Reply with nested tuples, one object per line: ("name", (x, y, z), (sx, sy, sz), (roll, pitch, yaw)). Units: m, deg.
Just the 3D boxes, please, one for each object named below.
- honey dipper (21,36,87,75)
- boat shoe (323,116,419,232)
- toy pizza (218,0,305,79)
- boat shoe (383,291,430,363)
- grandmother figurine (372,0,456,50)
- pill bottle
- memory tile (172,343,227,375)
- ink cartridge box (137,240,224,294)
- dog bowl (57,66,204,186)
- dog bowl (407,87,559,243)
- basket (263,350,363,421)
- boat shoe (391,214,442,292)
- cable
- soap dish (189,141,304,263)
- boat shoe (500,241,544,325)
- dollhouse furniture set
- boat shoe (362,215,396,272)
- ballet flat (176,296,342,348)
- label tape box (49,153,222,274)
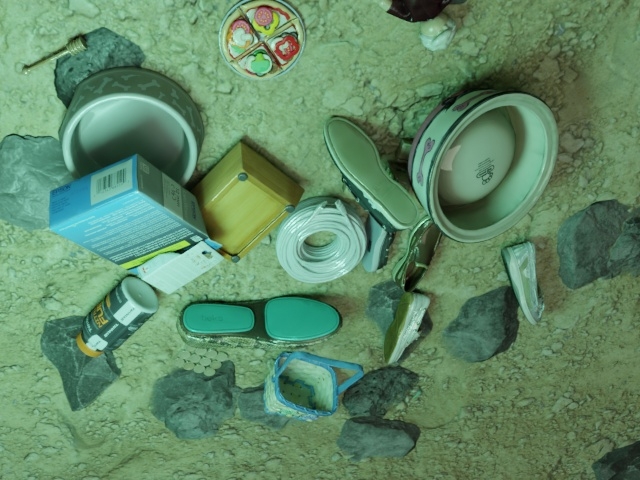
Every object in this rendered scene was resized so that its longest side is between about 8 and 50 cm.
("honey dipper", (-0.595, -0.407, 1.589), (0.161, 0.030, 0.030), (-22, 128, 10))
("boat shoe", (0.112, -0.158, 1.825), (0.340, 0.127, 0.113), (47, 153, 0))
("toy pizza", (-0.133, -0.460, 1.646), (0.201, 0.032, 0.201), (-6, 128, -8))
("boat shoe", (0.277, 0.285, 2.265), (0.096, 0.098, 0.277), (8, 123, -17))
("grandmother figurine", (0.221, -0.572, 1.605), (0.208, 0.104, 0.342), (-8, 137, 29))
("pill bottle", (-0.578, 0.224, 2.006), (0.246, 0.130, 0.130), (-42, 124, 19))
("memory tile", (-0.378, 0.372, 2.239), (0.148, 0.012, 0.113), (24, 118, -28))
("ink cartridge box", (-0.352, 0.058, 1.808), (0.179, 0.045, 0.145), (-34, 155, 3))
("dog bowl", (-0.451, -0.232, 1.706), (0.349, 0.102, 0.348), (-6, 127, -7))
("dog bowl", (0.403, -0.205, 1.829), (0.408, 0.150, 0.408), (-15, 124, -24))
("basket", (-0.034, 0.450, 2.254), (0.255, 0.201, 0.289), (18, 131, -23))
("boat shoe", (0.298, 0.046, 2.088), (0.095, 0.095, 0.257), (9, 124, -19))
("cable", (0.000, 0.000, 1.993), (0.257, 0.089, 0.257), (-32, 127, 13))
("soap dish", (-0.217, -0.085, 1.858), (0.291, 0.118, 0.229), (-42, 124, 19))
("boat shoe", (0.650, 0.138, 2.228), (0.103, 0.118, 0.320), (-21, 122, 10))
("dollhouse furniture set", (0.161, -0.174, 1.886), (0.161, 0.101, 0.182), (7, 125, -18))
("boat shoe", (0.178, -0.007, 2.039), (0.076, 0.080, 0.228), (-12, 127, -26))
("ballet flat", (-0.181, 0.260, 2.129), (0.483, 0.164, 0.182), (0, 149, -5))
("label tape box", (-0.433, -0.046, 1.717), (0.249, 0.115, 0.348), (-20, 153, 18))
